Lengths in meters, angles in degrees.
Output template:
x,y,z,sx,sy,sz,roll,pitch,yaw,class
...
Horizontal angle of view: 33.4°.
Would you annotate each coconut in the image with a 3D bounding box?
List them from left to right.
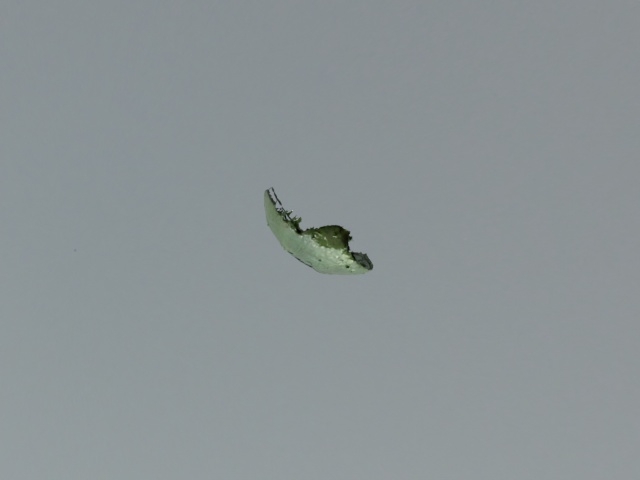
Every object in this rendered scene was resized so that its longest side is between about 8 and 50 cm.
x,y,z,sx,sy,sz,roll,pitch,yaw,class
-0.004,0.003,1.207,0.158,0.133,0.055,33,-93,-17,coconut
